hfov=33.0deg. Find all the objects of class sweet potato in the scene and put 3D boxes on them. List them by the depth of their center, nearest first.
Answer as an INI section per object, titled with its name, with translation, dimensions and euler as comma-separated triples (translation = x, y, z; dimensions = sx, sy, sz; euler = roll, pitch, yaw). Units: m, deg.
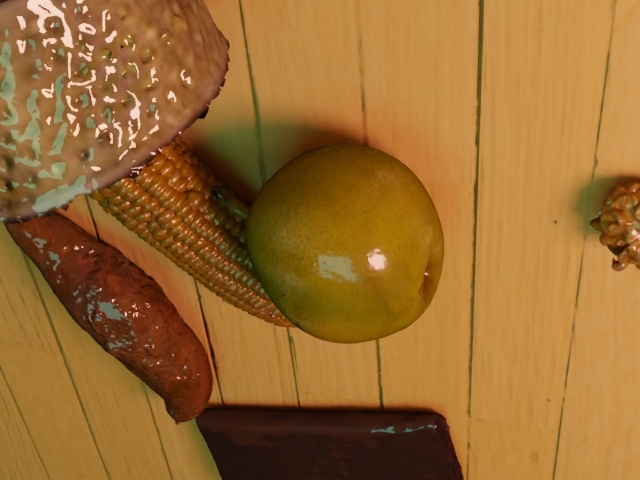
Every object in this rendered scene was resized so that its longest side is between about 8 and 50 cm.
[sweet potato]
translation = -0.210, 0.083, 1.163
dimensions = 0.114, 0.092, 0.341
euler = -2, 134, 44

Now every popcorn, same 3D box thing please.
[popcorn]
translation = 0.273, -0.012, 0.924
dimensions = 0.083, 0.057, 0.082
euler = 1, 133, 22

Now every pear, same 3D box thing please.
[pear]
translation = 0.000, 0.000, 0.956
dimensions = 0.216, 0.166, 0.180
euler = 11, 148, 16

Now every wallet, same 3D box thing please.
[wallet]
translation = 0.013, 0.260, 1.299
dimensions = 0.309, 0.042, 0.165
euler = -4, 130, 21

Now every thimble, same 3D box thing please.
[thimble]
translation = -0.215, -0.149, 0.812
dimensions = 0.271, 0.271, 0.150
euler = -8, 128, 26

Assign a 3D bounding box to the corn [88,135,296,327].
[corn]
translation = -0.114, -0.014, 1.027
dimensions = 0.102, 0.102, 0.313
euler = -26, 121, 37
